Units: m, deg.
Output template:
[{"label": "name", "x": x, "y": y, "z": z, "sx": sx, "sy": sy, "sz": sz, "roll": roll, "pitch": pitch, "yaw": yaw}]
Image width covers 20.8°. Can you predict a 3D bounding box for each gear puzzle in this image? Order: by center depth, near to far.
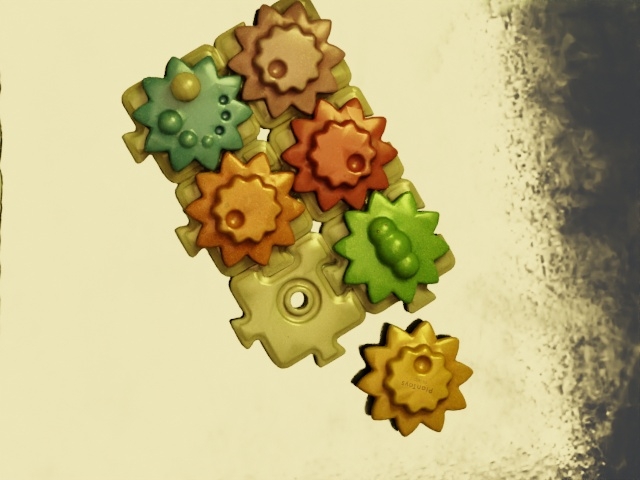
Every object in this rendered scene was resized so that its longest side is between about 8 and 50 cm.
[{"label": "gear puzzle", "x": 0.000, "y": 0.000, "z": 1.272, "sx": 0.175, "sy": 0.044, "sz": 0.339, "roll": -30, "pitch": 96, "yaw": -6}]
